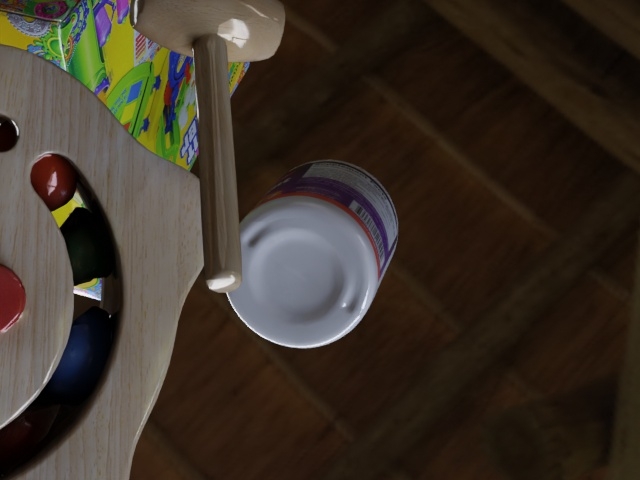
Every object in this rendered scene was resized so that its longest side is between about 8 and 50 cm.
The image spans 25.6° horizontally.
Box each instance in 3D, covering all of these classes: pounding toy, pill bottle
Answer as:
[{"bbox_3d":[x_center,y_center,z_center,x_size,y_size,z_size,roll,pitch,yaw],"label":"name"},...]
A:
[{"bbox_3d":[-0.122,0.004,0.555,0.155,0.154,0.269,-173,-79,-75],"label":"pounding toy"},{"bbox_3d":[0.000,0.000,1.043,0.108,0.193,0.108,2,-75,9],"label":"pill bottle"}]

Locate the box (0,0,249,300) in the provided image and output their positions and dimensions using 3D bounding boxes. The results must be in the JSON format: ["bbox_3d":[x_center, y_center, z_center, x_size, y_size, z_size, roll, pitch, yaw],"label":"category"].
[{"bbox_3d":[-0.189,-0.162,1.064,0.177,0.290,0.279,14,-40,13],"label":"box"}]
